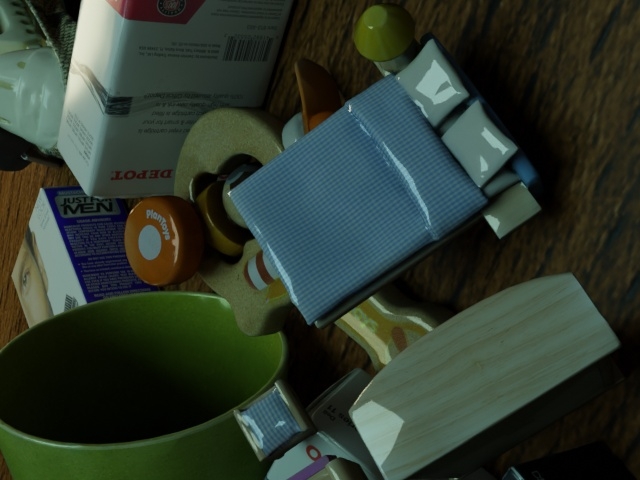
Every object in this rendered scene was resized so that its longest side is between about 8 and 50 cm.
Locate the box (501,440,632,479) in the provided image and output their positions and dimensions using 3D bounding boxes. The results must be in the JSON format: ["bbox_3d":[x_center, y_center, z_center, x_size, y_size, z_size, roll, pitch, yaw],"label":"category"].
[{"bbox_3d":[0.167,0.246,0.649,0.156,0.093,0.158,52,132,35],"label":"box"}]

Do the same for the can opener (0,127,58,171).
[{"bbox_3d":[-0.432,-0.127,1.293,0.095,0.283,0.076,-36,82,7],"label":"can opener"}]

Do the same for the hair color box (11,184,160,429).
[{"bbox_3d":[-0.267,0.117,1.212,0.185,0.110,0.339,-57,49,41],"label":"hair color box"}]

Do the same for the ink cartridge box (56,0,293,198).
[{"bbox_3d":[-0.141,-0.167,0.950,0.100,0.171,0.237,48,130,40],"label":"ink cartridge box"}]

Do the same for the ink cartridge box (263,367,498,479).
[{"bbox_3d":[0.027,0.228,0.798,0.153,0.087,0.208,39,129,14],"label":"ink cartridge box"}]

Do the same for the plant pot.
[{"bbox_3d":[-0.155,0.239,0.951,0.274,0.274,0.294,26,127,49],"label":"plant pot"}]

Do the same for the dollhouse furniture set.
[{"bbox_3d":[0.008,0.013,0.638,0.286,0.198,0.303,-34,69,7],"label":"dollhouse furniture set"}]

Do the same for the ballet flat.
[{"bbox_3d":[-0.368,-0.229,1.242,0.483,0.182,0.164,53,132,35],"label":"ballet flat"}]

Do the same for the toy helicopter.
[{"bbox_3d":[0.000,0.000,0.852,0.355,0.140,0.235,40,117,31],"label":"toy helicopter"}]
